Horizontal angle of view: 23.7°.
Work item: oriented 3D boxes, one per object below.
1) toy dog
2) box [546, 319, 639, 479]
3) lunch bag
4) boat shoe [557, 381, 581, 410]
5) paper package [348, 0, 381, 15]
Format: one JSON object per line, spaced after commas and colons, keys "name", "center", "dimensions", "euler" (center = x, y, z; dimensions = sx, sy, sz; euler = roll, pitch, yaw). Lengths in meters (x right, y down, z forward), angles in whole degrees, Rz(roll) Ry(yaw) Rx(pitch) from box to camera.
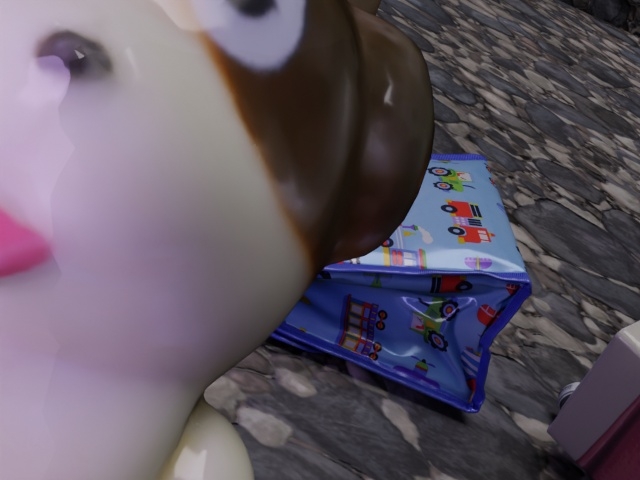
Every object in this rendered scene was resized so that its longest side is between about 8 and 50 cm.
{"name": "toy dog", "center": [-0.124, 0.052, 0.572], "dimensions": [0.284, 0.408, 0.395], "euler": [34, 22, 8]}
{"name": "box", "center": [0.323, 0.171, 1.201], "dimensions": [0.148, 0.127, 0.232], "euler": [-18, 56, -45]}
{"name": "lunch bag", "center": [0.000, 0.000, 1.256], "dimensions": [0.293, 0.138, 0.221], "euler": [13, 27, -11]}
{"name": "boat shoe", "center": [0.267, 0.168, 1.315], "dimensions": [0.142, 0.049, 0.040], "euler": [23, 38, -10]}
{"name": "paper package", "center": [-0.119, -0.282, 1.551], "dimensions": [0.309, 0.168, 0.325], "euler": [20, 17, 18]}
